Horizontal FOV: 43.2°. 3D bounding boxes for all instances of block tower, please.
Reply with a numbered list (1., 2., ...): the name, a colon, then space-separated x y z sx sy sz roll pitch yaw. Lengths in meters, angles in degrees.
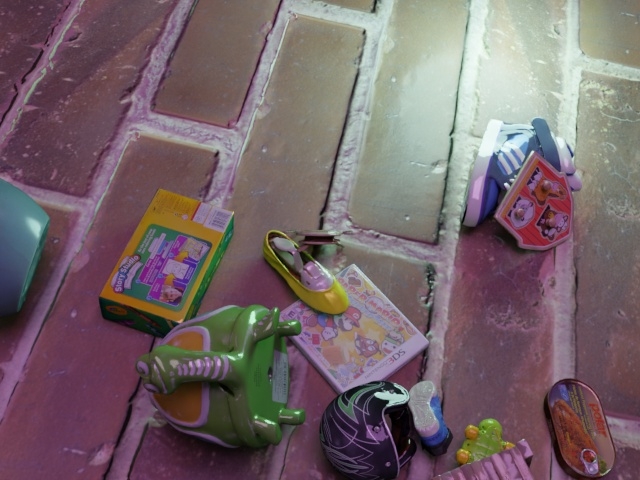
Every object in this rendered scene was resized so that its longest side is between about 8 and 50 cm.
1. block tower: 0.198 0.436 1.310 0.335 0.091 0.097 -22 61 -4

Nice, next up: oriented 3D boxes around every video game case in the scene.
1. video game case: 0.060 0.175 1.558 0.206 0.026 0.227 -33 65 -26

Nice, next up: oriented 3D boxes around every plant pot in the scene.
1. plant pot: -0.623 0.011 1.436 0.235 0.293 0.293 19 54 -14

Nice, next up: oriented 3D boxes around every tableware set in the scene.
1. tableware set: 0.000 0.000 1.595 0.128 0.194 0.039 1 92 5

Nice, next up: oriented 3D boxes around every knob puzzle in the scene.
1. knob puzzle: 0.475 -0.064 1.711 0.213 0.030 0.213 -3 96 -26

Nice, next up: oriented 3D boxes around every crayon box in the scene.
1. crayon box: -0.292 0.044 1.568 0.165 0.081 0.278 18 55 5

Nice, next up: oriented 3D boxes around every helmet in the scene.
1. helmet: 0.079 0.329 1.370 0.169 0.169 0.161 38 43 18

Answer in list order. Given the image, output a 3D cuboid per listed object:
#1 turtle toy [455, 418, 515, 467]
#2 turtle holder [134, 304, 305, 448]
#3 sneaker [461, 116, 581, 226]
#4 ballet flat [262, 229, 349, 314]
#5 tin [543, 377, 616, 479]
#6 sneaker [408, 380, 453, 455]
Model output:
1. turtle toy: 0.291 0.371 1.430 0.095 0.066 0.130 24 55 8
2. turtle holder: -0.168 0.236 1.332 0.227 0.243 0.320 -3 15 14
3. sneaker: 0.450 -0.131 1.757 0.236 0.130 0.323 17 50 9
4. ballet flat: -0.035 0.057 1.573 0.077 0.077 0.231 -33 55 -25
5. tin: 0.476 0.347 1.490 0.106 0.040 0.190 -2 56 -4
6. sneaker: 0.199 0.325 1.461 0.058 0.085 0.152 -22 22 9
